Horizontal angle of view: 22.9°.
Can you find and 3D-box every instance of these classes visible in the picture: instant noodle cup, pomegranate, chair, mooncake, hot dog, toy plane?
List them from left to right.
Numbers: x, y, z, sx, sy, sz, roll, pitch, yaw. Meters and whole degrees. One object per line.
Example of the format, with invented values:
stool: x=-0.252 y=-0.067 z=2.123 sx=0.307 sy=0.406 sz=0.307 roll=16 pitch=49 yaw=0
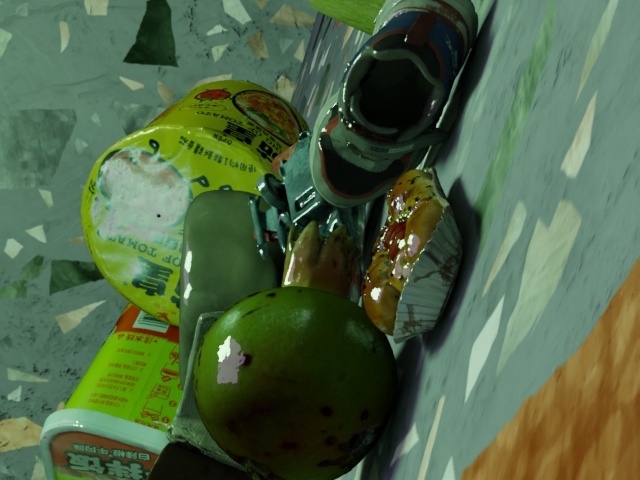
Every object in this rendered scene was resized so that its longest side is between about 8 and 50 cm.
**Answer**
instant noodle cup: x=-0.226 y=0.232 z=2.308 sx=0.294 sy=0.294 sz=0.307 roll=115 pitch=178 yaw=-54
instant noodle cup: x=-0.148 y=-0.069 z=2.258 sx=0.254 sy=0.326 sz=0.325 roll=-63 pitch=-5 yaw=-57
chair: x=-0.081 y=0.231 z=1.397 sx=0.319 sy=0.160 sz=0.186 roll=113 pitch=178 yaw=-49
mooncake: x=-0.097 y=0.065 z=1.904 sx=0.275 sy=0.135 sz=0.274 roll=2 pitch=-90 yaw=-84
pomegranate: x=-0.013 y=0.087 z=1.183 sx=0.159 sy=0.159 sz=0.205 roll=122 pitch=161 yaw=-69
toy plane: x=0.005 y=-0.028 z=1.560 sx=0.223 sy=0.104 sz=0.326 roll=-38 pitch=25 yaw=23
hot dog: x=0.064 y=0.008 z=1.136 sx=0.191 sy=0.059 sz=0.108 roll=-87 pitch=20 yaw=-76

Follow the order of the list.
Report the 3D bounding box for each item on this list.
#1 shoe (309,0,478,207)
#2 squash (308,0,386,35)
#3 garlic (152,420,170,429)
shoe: x=0.056 y=-0.100 z=1.298 sx=0.125 sy=0.099 sz=0.227 roll=-76 pitch=10 yaw=-55
squash: x=0.067 y=-0.349 z=1.853 sx=0.220 sy=0.133 sz=0.220 roll=18 pitch=-90 yaw=-90
garlic: x=-0.159 y=0.331 z=1.793 sx=0.244 sy=0.164 sz=0.145 roll=-64 pitch=-8 yaw=25
